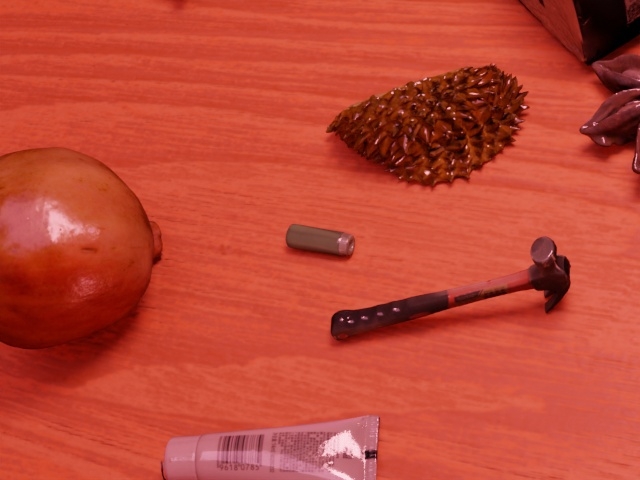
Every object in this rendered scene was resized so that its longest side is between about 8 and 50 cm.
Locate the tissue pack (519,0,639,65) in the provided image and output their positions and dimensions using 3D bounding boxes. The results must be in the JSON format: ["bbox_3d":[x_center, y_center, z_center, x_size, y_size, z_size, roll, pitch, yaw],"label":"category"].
[{"bbox_3d":[0.397,-0.392,1.359,0.370,0.210,0.198,-34,62,0],"label":"tissue pack"}]

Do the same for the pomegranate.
[{"bbox_3d":[-0.312,0.009,1.410,0.270,0.252,0.229,-5,64,-30],"label":"pomegranate"}]

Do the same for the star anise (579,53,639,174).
[{"bbox_3d":[0.389,-0.150,1.306,0.196,0.073,0.212,-19,55,7],"label":"star anise"}]

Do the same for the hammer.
[{"bbox_3d":[0.139,0.065,1.285,0.287,0.111,0.033,-15,55,23],"label":"hammer"}]

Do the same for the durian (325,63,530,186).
[{"bbox_3d":[0.122,-0.153,1.402,0.252,0.144,0.139,-24,35,14],"label":"durian"}]

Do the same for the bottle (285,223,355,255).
[{"bbox_3d":[0.000,0.000,1.407,0.083,0.030,0.030,9,67,25],"label":"bottle"}]

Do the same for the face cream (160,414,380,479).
[{"bbox_3d":[-0.055,0.241,1.289,0.243,0.058,0.092,-4,56,13],"label":"face cream"}]
